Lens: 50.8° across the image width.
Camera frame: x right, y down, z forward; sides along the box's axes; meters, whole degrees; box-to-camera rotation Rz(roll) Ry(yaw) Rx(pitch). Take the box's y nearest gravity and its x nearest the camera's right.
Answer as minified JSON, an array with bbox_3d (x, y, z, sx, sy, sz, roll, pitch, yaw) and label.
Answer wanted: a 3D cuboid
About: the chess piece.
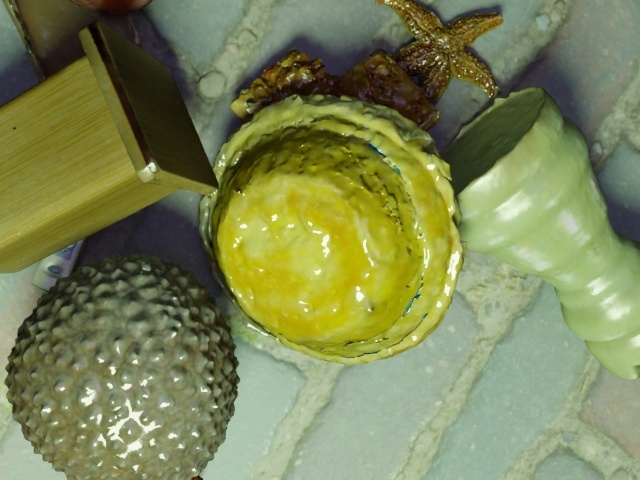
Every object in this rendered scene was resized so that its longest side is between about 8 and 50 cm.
[{"bbox_3d":[0.375,0.007,0.994,0.442,0.234,0.234,42,85,-14],"label":"chess piece"}]

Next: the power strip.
[{"bbox_3d":[-0.353,0.005,0.936,0.047,0.030,0.191,22,88,-11],"label":"power strip"}]

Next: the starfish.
[{"bbox_3d":[0.173,-0.282,1.020,0.240,0.043,0.227,41,84,-8],"label":"starfish"}]

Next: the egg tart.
[{"bbox_3d":[0.000,0.000,0.875,0.387,0.169,0.388,6,108,19],"label":"egg tart"}]

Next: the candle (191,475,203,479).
[{"bbox_3d":[-0.277,0.446,0.964,0.059,0.084,0.302,39,92,21],"label":"candle"}]

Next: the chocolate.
[{"bbox_3d":[-0.345,-0.312,0.888,0.161,0.083,0.261,-22,94,-36],"label":"chocolate"}]

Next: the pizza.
[{"bbox_3d":[0.025,-0.194,0.962,0.305,0.085,0.161,0,104,-7],"label":"pizza"}]

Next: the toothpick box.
[{"bbox_3d":[-0.314,-0.087,0.816,0.308,0.190,0.187,-25,84,12],"label":"toothpick box"}]

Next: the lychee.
[{"bbox_3d":[-0.229,0.164,0.841,0.300,0.300,0.300,-1,93,-11],"label":"lychee"}]

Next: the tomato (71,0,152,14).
[{"bbox_3d":[-0.278,-0.408,0.855,0.225,0.085,0.225,6,80,-34],"label":"tomato"}]
